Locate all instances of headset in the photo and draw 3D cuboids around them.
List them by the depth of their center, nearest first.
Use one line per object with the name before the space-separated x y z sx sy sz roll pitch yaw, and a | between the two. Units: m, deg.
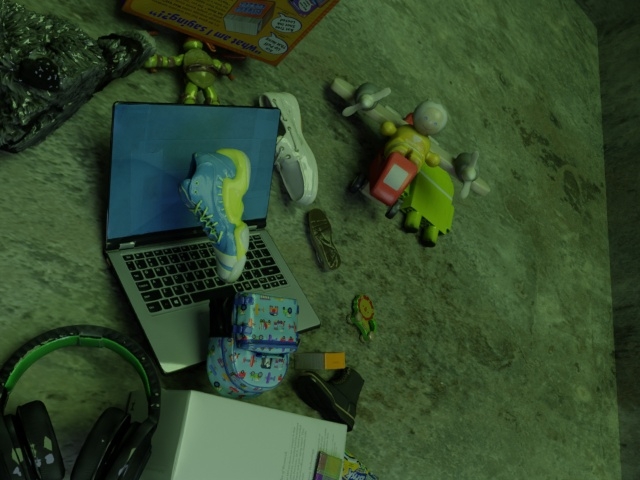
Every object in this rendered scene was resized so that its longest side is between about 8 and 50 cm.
headset | -0.376 0.327 0.949 0.243 0.185 0.394 8 55 -14

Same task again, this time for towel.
towel | 0.011 0.425 1.133 0.060 0.009 0.083 33 61 -36

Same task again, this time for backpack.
backpack | -0.116 0.184 1.091 0.158 0.117 0.173 19 66 -42

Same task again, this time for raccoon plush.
raccoon plush | -0.507 -0.335 1.036 0.299 0.216 0.446 46 24 -11

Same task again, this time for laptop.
laptop | -0.173 -0.023 1.176 0.382 0.236 0.408 -10 61 -45

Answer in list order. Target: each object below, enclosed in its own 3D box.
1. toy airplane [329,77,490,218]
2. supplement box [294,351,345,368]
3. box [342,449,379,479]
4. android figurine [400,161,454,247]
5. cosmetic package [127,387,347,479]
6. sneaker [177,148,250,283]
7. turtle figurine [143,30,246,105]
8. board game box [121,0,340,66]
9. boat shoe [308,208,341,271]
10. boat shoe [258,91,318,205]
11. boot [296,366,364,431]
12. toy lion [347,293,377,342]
toy airplane | 0.243 -0.269 1.644 0.386 0.272 0.384 -5 62 -32
supplement box | -0.003 0.261 1.378 0.062 0.098 0.036 8 77 -45
box | 0.051 0.504 1.391 0.169 0.059 0.054 47 49 -25
android figurine | 0.308 -0.124 1.827 0.248 0.056 0.273 33 58 -34
cosmetic package | -0.149 0.372 1.133 0.365 0.197 0.155 23 65 -37
sneaker | -0.193 -0.047 1.104 0.126 0.091 0.240 6 77 -26
turtle figurine | -0.243 -0.335 1.314 0.269 0.087 0.217 -4 81 -45
board game box | -0.152 -0.632 1.238 0.356 0.356 0.356 11 63 -35
boat shoe | 0.002 0.000 1.502 0.056 0.048 0.153 -20 87 -34
boat shoe | -0.085 -0.208 1.436 0.096 0.098 0.277 -4 73 -45
boot | 0.026 0.318 1.420 0.198 0.077 0.137 58 40 -34
toy lion | 0.110 0.187 1.564 0.100 0.034 0.096 57 39 -17
